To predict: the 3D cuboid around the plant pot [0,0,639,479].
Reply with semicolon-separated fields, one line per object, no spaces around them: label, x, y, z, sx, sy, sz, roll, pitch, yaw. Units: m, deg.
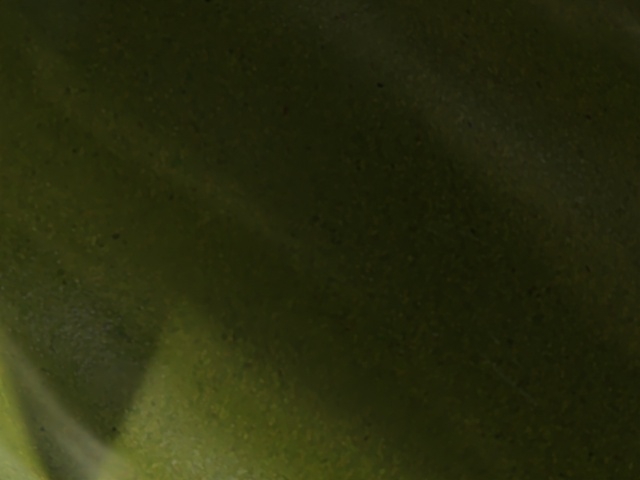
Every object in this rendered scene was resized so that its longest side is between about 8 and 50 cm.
plant pot;0.000;0.000;0.543;0.366;0.353;0.366;-44;-159;22
